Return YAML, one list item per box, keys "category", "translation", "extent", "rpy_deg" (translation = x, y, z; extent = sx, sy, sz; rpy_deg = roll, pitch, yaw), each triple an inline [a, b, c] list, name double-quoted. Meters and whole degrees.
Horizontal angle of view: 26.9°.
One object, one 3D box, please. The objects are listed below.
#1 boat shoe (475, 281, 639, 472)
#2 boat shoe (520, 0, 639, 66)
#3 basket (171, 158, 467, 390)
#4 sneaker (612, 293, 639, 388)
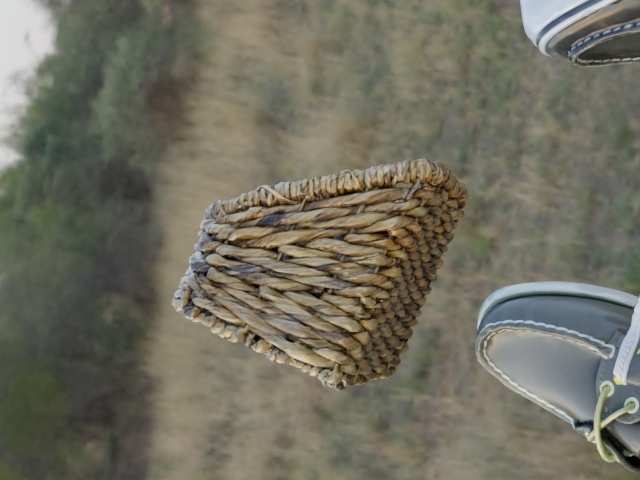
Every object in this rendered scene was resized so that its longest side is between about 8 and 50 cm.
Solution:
- category: "boat shoe"
  translation: [0.248, 0.120, 0.971]
  extent: [0.091, 0.305, 0.109]
  rpy_deg: [-53, -23, -46]
- category: "boat shoe"
  translation: [0.286, -0.136, 0.778]
  extent: [0.121, 0.335, 0.119]
  rpy_deg: [15, -113, -69]
- category: "basket"
  translation: [0.000, 0.000, 1.301]
  extent: [0.223, 0.213, 0.299]
  rpy_deg: [-67, -13, 3]
- category: "sneaker"
  translation: [0.221, 0.060, 0.882]
  extent: [0.083, 0.035, 0.031]
  rpy_deg: [-70, -21, 1]
